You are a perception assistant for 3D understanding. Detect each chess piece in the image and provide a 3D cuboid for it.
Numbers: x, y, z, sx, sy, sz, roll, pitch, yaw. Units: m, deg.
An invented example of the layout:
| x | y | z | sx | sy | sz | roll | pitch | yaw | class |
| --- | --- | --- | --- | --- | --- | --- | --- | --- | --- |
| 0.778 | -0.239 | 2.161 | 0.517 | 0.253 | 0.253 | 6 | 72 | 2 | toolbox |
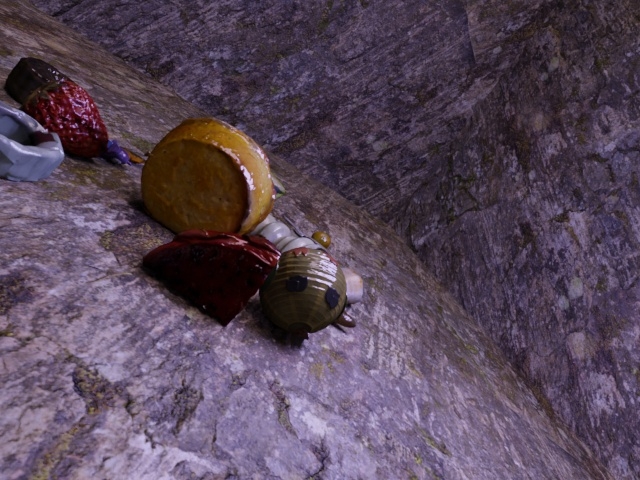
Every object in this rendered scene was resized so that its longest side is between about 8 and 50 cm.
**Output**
| x | y | z | sx | sy | sz | roll | pitch | yaw | class |
| --- | --- | --- | --- | --- | --- | --- | --- | --- | --- |
| -0.149 | 0.016 | 1.698 | 0.330 | 0.182 | 0.182 | 38 | 13 | 32 | chess piece |

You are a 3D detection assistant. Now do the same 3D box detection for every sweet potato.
| x | y | z | sx | sy | sz | roll | pitch | yaw | class |
| --- | --- | --- | --- | --- | --- | --- | --- | --- | --- |
| -0.016 | 0.190 | 1.582 | 0.310 | 0.098 | 0.124 | 29 | 37 | -33 | sweet potato |

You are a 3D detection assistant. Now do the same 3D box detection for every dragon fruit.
| x | y | z | sx | sy | sz | roll | pitch | yaw | class |
| --- | --- | --- | --- | --- | --- | --- | --- | --- | --- |
| -0.257 | 0.016 | 1.300 | 0.286 | 0.228 | 0.329 | 34 | 16 | -3 | dragon fruit |

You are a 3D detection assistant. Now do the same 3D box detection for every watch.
| x | y | z | sx | sy | sz | roll | pitch | yaw | class |
| --- | --- | --- | --- | --- | --- | --- | --- | --- | --- |
| -0.747 | -0.238 | 1.174 | 0.241 | 0.161 | 0.253 | 41 | 10 | -42 | watch |

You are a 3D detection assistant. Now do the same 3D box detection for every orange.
| x | y | z | sx | sy | sz | roll | pitch | yaw | class |
| --- | --- | --- | --- | --- | --- | --- | --- | --- | --- |
| 0.000 | 0.000 | 2.258 | 0.095 | 0.085 | 0.085 | 33 | 13 | 10 | orange |

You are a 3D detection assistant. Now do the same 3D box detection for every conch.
| x | y | z | sx | sy | sz | roll | pitch | yaw | class |
| --- | --- | --- | --- | --- | --- | --- | --- | --- | --- |
| 0.071 | 0.156 | 1.828 | 0.158 | 0.127 | 0.255 | 46 | 18 | 33 | conch |

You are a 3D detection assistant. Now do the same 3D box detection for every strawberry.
| x | y | z | sx | sy | sz | roll | pitch | yaw | class |
| --- | --- | --- | --- | --- | --- | --- | --- | --- | --- |
| -0.736 | -0.344 | 1.453 | 0.244 | 0.205 | 0.205 | 55 | 0 | -38 | strawberry |

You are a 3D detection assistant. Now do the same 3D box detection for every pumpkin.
| x | y | z | sx | sy | sz | roll | pitch | yaw | class |
| --- | --- | --- | --- | --- | --- | --- | --- | --- | --- |
| -0.666 | -0.296 | 1.746 | 0.101 | 0.035 | 0.073 | 29 | 4 | -13 | pumpkin |

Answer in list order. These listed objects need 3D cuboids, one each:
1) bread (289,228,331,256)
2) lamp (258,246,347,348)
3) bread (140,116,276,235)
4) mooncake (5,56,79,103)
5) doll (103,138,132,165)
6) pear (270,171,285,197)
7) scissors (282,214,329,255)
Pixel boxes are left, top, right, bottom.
| x | y | z | sx | sy | sz | roll | pitch | yaw | class |
| --- | --- | --- | --- | --- | --- | --- | --- | --- | --- |
| -0.056 | 0.045 | 2.008 | 0.236 | 0.070 | 0.236 | 33 | 15 | -10 | bread |
| -0.053 | 0.158 | 1.343 | 0.250 | 0.250 | 0.284 | 29 | 47 | -27 | lamp |
| -0.330 | -0.166 | 1.481 | 0.398 | 0.398 | 0.215 | 34 | 26 | -8 | bread |
| -0.918 | -0.512 | 1.656 | 0.228 | 0.124 | 0.228 | 35 | 13 | -9 | mooncake |
| -0.700 | -0.313 | 1.601 | 0.206 | 0.067 | 0.110 | 43 | -18 | -28 | doll |
| -0.352 | -0.263 | 2.104 | 0.398 | 0.165 | 0.399 | 34 | 14 | -10 | pear |
| -0.071 | -0.020 | 2.005 | 0.300 | 0.022 | 0.109 | 43 | 14 | 34 | scissors |
